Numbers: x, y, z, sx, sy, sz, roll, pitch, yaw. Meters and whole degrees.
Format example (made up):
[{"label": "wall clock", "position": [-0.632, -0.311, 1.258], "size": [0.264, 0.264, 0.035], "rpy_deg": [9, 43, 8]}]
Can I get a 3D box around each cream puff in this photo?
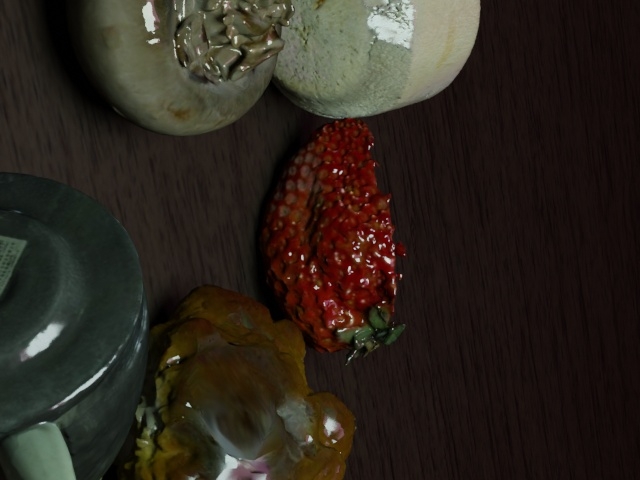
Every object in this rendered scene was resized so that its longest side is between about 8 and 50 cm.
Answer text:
[{"label": "cream puff", "position": [-0.085, 0.176, 1.499], "size": [0.241, 0.155, 0.269], "rpy_deg": [48, 49, 0]}]

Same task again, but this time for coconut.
[{"label": "coconut", "position": [0.049, -0.231, 1.689], "size": [0.234, 0.224, 0.224], "rpy_deg": [-36, 121, -47]}]

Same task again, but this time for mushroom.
[{"label": "mushroom", "position": [-0.113, -0.202, 1.461], "size": [0.226, 0.178, 0.226], "rpy_deg": [0, 90, -48]}]

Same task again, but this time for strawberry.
[{"label": "strawberry", "position": [-0.003, 0.004, 1.692], "size": [0.107, 0.175, 0.236], "rpy_deg": [0, 53, -27]}]

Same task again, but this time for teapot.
[{"label": "teapot", "position": [-0.204, 0.124, 1.225], "size": [0.239, 0.321, 0.239], "rpy_deg": [-45, 150, -30]}]
